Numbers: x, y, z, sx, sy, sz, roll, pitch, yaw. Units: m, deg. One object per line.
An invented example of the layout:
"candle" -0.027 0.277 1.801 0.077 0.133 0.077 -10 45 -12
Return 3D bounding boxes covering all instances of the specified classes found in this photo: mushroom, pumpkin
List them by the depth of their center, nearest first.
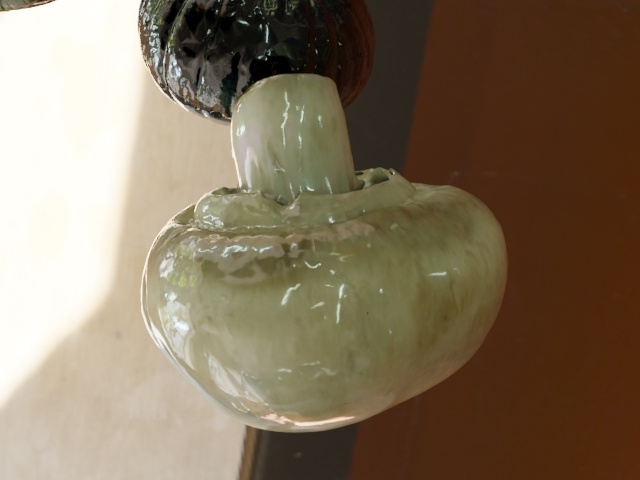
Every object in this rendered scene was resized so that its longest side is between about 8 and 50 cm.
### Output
"mushroom" 0.000 0.000 0.745 0.260 0.254 0.234 -114 17 -77
"pumpkin" -0.052 -0.167 0.881 0.202 0.202 0.140 44 135 35

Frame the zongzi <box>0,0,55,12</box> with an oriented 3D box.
"zongzi" -0.308 -0.308 1.240 0.130 0.154 0.062 -24 106 26
